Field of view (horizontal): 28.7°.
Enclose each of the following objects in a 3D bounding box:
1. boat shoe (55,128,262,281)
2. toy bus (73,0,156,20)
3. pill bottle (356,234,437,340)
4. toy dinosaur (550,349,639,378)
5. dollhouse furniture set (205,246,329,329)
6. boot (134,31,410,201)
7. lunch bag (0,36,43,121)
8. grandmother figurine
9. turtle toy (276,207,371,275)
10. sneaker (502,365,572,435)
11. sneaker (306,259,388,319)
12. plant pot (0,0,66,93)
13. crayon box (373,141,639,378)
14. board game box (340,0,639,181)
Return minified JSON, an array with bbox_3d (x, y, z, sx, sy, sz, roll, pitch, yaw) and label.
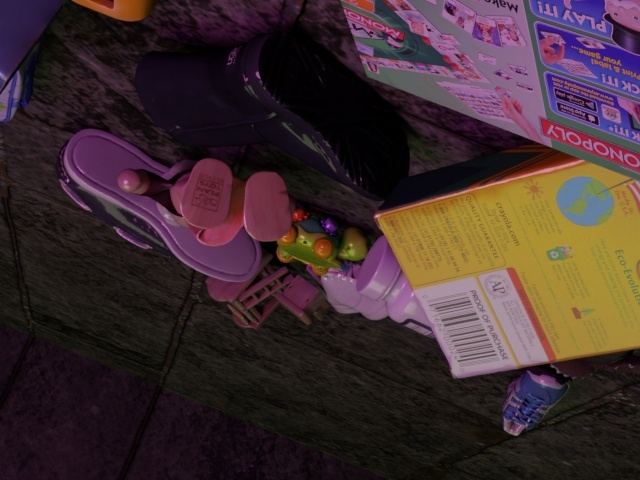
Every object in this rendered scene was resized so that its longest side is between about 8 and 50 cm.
[{"bbox_3d":[-0.216,-0.042,1.677,0.302,0.114,0.091,39,154,-13],"label":"boat shoe"},{"bbox_3d":[-0.167,-0.260,1.018,0.190,0.104,0.202,3,155,41],"label":"toy bus"},{"bbox_3d":[0.143,0.065,1.580,0.180,0.108,0.108,26,161,-12],"label":"pill bottle"},{"bbox_3d":[0.327,0.099,1.462,0.160,0.121,0.313,0,159,18],"label":"toy dinosaur"},{"bbox_3d":[-0.059,0.108,1.840,0.161,0.101,0.182,36,170,31],"label":"dollhouse furniture set"},{"bbox_3d":[-0.050,-0.123,1.289,0.207,0.094,0.246,1,152,47],"label":"boot"},{"bbox_3d":[-0.400,-0.220,1.400,0.176,0.090,0.219,25,161,-9],"label":"lunch bag"},{"bbox_3d":[-0.138,-0.048,1.476,0.207,0.104,0.342,21,177,-12],"label":"grandmother figurine"},{"bbox_3d":[0.000,0.000,1.615,0.130,0.066,0.095,20,161,3],"label":"turtle toy"},{"bbox_3d":[0.328,0.246,1.920,0.080,0.081,0.211,21,160,5],"label":"sneaker"},{"bbox_3d":[0.047,0.054,1.714,0.094,0.080,0.212,41,156,-19],"label":"sneaker"},{"bbox_3d":[-0.358,-0.256,1.158,0.234,0.166,0.165,36,158,-16],"label":"plant pot"},{"bbox_3d":[0.233,0.008,1.161,0.318,0.081,0.202,-13,113,36],"label":"crayon box"},{"bbox_3d":[0.139,-0.157,0.894,0.317,0.046,0.213,26,156,33],"label":"board game box"}]
